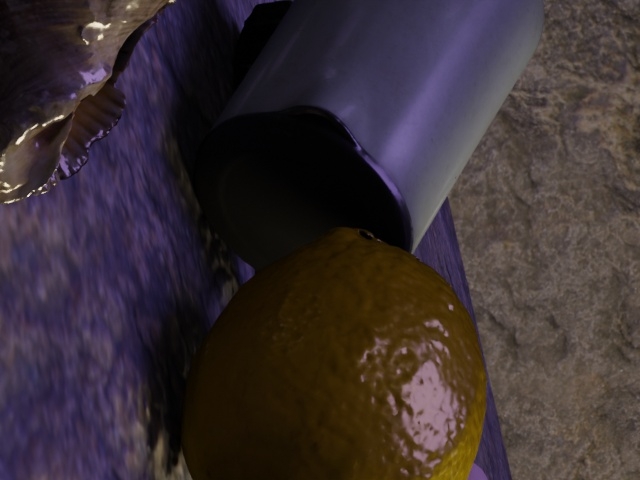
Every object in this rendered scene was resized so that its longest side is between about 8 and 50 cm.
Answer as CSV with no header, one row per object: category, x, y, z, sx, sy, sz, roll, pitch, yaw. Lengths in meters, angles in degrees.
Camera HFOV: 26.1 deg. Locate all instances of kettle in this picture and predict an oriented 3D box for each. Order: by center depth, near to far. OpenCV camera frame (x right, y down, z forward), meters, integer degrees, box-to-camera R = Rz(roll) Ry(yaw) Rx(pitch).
kettle,0.039,-0.109,1.413,0.377,0.250,0.361,-59,173,-40

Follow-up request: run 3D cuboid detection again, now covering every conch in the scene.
conch,-0.155,-0.137,0.869,0.178,0.163,0.245,23,85,-57

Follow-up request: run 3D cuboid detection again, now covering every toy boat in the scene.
toy boat,-0.017,-0.138,1.631,0.319,0.092,0.141,64,24,-50

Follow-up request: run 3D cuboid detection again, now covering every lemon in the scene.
lemon,0.016,0.130,1.144,0.320,0.245,0.245,-61,144,-38

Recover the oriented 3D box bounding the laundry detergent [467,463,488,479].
laundry detergent,0.096,0.374,1.567,0.335,0.159,0.088,-62,159,-52
